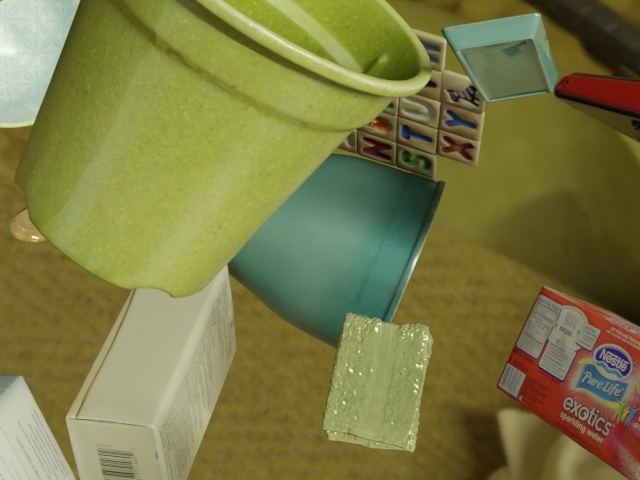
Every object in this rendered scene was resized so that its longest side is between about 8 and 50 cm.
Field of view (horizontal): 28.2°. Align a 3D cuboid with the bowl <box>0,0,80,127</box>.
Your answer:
[{"bbox_3d":[-0.490,-0.317,1.912,0.289,0.156,0.289,-6,101,-30],"label":"bowl"}]

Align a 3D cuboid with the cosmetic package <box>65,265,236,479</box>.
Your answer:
[{"bbox_3d":[-0.199,0.173,1.579,0.113,0.160,0.309,4,36,11],"label":"cosmetic package"}]

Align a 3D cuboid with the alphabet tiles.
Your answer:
[{"bbox_3d":[0.048,-0.198,1.660,0.342,0.285,0.011,19,61,13],"label":"alphabet tiles"}]

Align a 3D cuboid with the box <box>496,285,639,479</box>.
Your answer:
[{"bbox_3d":[0.317,0.157,1.310,0.122,0.128,0.257,20,7,-32],"label":"box"}]

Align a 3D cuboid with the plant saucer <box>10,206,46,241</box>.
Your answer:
[{"bbox_3d":[-0.387,-0.028,1.760,0.083,0.083,0.015,-1,53,-28],"label":"plant saucer"}]

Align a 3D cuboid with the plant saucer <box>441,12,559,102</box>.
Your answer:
[{"bbox_3d":[0.136,-0.130,0.937,0.067,0.192,0.018,-7,84,14],"label":"plant saucer"}]

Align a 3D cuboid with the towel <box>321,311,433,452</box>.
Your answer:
[{"bbox_3d":[0.063,0.159,1.422,0.110,0.148,0.027,9,5,6],"label":"towel"}]

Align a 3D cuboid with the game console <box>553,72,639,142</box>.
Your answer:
[{"bbox_3d":[0.459,-0.059,1.273,0.386,0.342,0.060,24,90,-24],"label":"game console"}]

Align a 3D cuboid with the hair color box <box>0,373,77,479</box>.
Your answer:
[{"bbox_3d":[-0.432,0.329,1.364,0.374,0.113,0.185,-51,130,-45],"label":"hair color box"}]

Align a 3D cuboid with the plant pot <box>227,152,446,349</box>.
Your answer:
[{"bbox_3d":[0.000,0.000,1.723,0.255,0.271,0.271,22,48,2],"label":"plant pot"}]

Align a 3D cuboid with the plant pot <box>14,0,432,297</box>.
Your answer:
[{"bbox_3d":[-0.099,-0.105,0.977,0.276,0.254,0.276,29,26,-15],"label":"plant pot"}]
